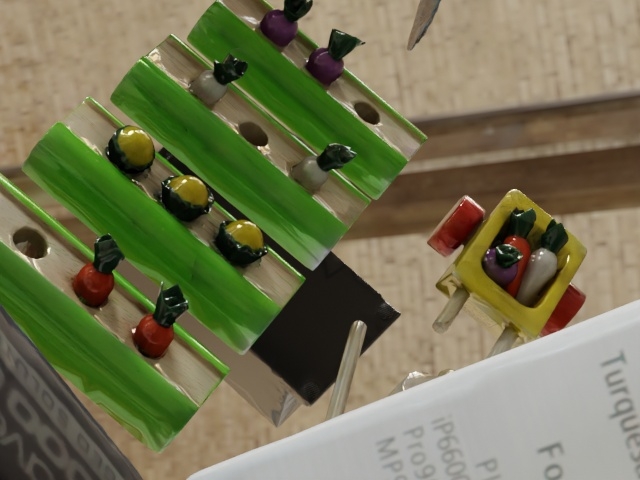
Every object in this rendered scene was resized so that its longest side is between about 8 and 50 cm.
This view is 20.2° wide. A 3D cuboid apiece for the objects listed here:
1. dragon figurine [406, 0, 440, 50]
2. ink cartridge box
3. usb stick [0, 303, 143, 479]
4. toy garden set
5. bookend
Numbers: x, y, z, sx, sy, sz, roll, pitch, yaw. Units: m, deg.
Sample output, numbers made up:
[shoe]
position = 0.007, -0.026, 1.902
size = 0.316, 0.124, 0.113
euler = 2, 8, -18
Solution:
[dragon figurine]
position = 0.108, -0.236, 1.092
size = 0.144, 0.085, 0.289
euler = 23, -126, -40
[ink cartridge box]
position = 0.201, 0.045, 0.484
size = 0.308, 0.385, 0.091
euler = 15, -124, -63
[usb stick]
position = -0.076, 0.067, 0.443
size = 0.278, 0.045, 0.077
euler = 56, -153, -26
[toy garden set]
position = 0.000, 0.000, 0.689
size = 0.204, 0.049, 0.244
euler = 40, -144, 0
[bookend]
position = -0.047, 0.040, 1.010
size = 0.157, 0.156, 0.072
euler = 42, -112, 11
